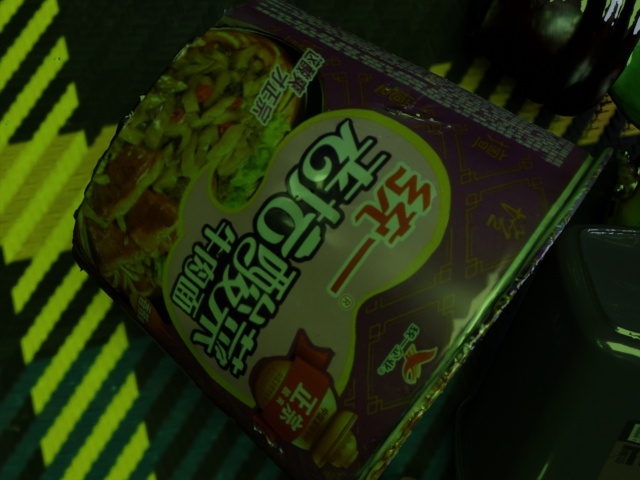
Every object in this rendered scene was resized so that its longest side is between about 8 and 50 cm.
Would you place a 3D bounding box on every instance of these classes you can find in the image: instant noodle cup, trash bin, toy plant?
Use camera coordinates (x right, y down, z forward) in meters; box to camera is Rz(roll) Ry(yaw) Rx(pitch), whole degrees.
[{"bbox_3d":[0.000,0.000,0.763,0.266,0.340,0.340,36,78,7],"label":"instant noodle cup"},{"bbox_3d":[0.221,0.140,0.798,0.210,0.290,0.182,9,39,-6],"label":"trash bin"},{"bbox_3d":[0.247,-0.186,0.889,0.235,0.175,0.218,19,49,-9],"label":"toy plant"}]

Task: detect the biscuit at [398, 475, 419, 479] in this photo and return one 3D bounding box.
[{"bbox_3d":[0.032,0.237,0.824,0.140,0.118,0.023,-44,65,-9],"label":"biscuit"}]

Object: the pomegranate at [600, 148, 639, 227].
[{"bbox_3d":[0.333,-0.009,0.886,0.220,0.156,0.156,3,81,-23],"label":"pomegranate"}]
